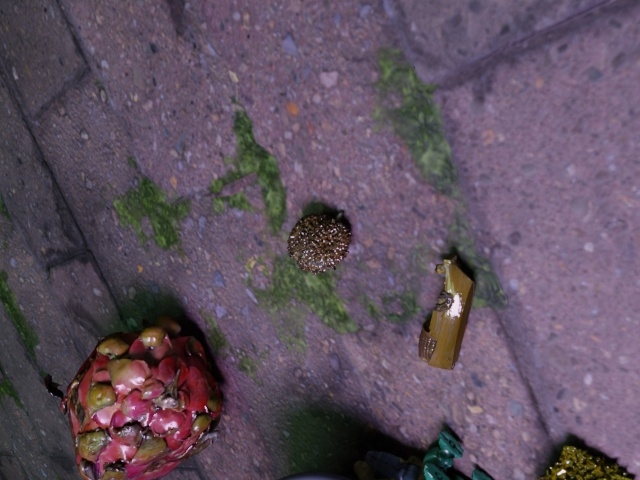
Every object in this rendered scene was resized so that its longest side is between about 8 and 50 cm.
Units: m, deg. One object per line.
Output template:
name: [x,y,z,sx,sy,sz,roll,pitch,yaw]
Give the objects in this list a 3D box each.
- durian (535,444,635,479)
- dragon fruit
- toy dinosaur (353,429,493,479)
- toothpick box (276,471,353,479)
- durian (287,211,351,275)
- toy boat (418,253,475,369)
durian: [0.286,0.348,0.606,0.137,0.095,0.221,22,119,22]
dragon fruit: [-0.297,0.255,0.906,0.269,0.250,0.291,52,139,30]
toy dinosaur: [0.171,0.356,0.712,0.259,0.094,0.153,38,130,6]
toothpick box: [0.007,0.468,0.756,0.263,0.263,0.355,27,152,24]
durian: [0.000,0.000,0.685,0.080,0.080,0.091,31,85,21]
toy boat: [0.144,0.086,0.628,0.048,0.047,0.149,20,122,28]
